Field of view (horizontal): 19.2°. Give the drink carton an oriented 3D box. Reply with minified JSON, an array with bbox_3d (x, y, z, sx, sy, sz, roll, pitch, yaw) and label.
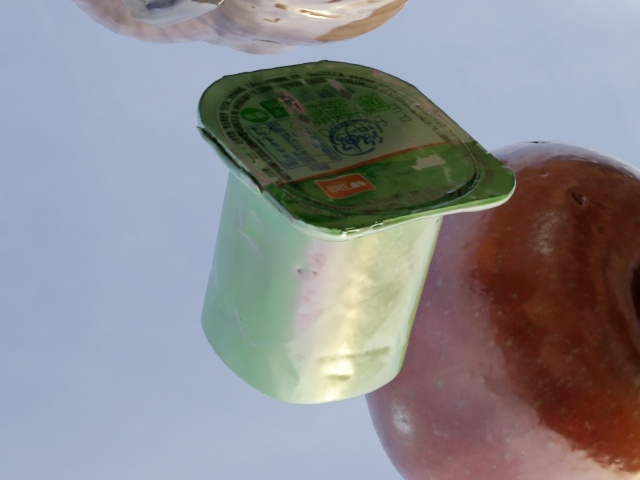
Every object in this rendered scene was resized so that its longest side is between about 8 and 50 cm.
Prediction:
[{"bbox_3d":[0.000,0.000,1.025,0.146,0.142,0.144,-14,-136,-33],"label":"drink carton"}]

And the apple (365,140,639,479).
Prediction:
[{"bbox_3d":[0.197,0.084,1.530,0.348,0.277,0.348,16,-117,-33],"label":"apple"}]

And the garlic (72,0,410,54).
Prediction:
[{"bbox_3d":[-0.068,-0.235,1.123,0.322,0.322,0.241,47,-108,-14],"label":"garlic"}]
